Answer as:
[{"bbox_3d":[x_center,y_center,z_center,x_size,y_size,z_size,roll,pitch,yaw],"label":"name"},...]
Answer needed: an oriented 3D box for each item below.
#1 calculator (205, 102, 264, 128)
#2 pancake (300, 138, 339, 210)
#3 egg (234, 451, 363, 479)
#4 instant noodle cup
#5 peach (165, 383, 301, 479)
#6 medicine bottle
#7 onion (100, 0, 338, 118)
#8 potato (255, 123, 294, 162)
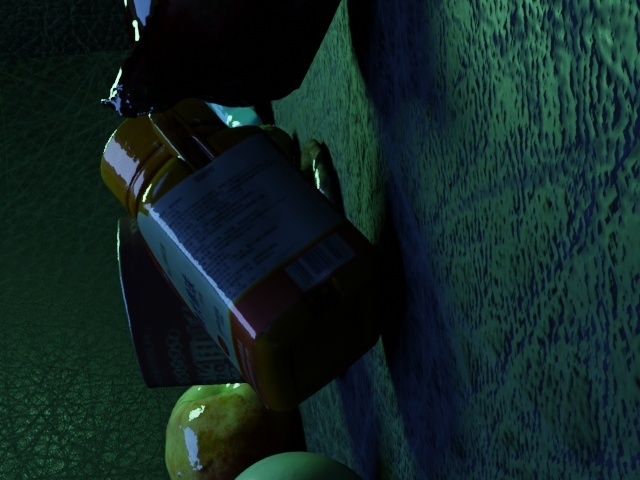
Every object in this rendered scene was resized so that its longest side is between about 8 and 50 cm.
[{"bbox_3d":[-0.162,-0.199,1.624,0.256,0.054,0.386,56,173,7],"label":"calculator"},{"bbox_3d":[0.002,0.000,0.967,0.199,0.021,0.199,173,90,-82],"label":"pancake"},{"bbox_3d":[-0.015,0.262,0.835,0.209,0.151,0.151,79,179,-54],"label":"egg"},{"bbox_3d":[-0.102,0.050,1.027,0.235,0.178,0.235,170,90,-85],"label":"instant noodle cup"},{"bbox_3d":[-0.136,0.349,1.619,0.232,0.232,0.257,-129,24,-77],"label":"peach"},{"bbox_3d":[-0.060,-0.001,0.736,0.222,0.112,0.149,47,162,24],"label":"medicine bottle"},{"bbox_3d":[-0.066,-0.155,0.680,0.195,0.139,0.218,114,179,-57],"label":"onion"},{"bbox_3d":[-0.060,-0.077,1.185,0.092,0.070,0.138,90,170,-47],"label":"potato"}]
